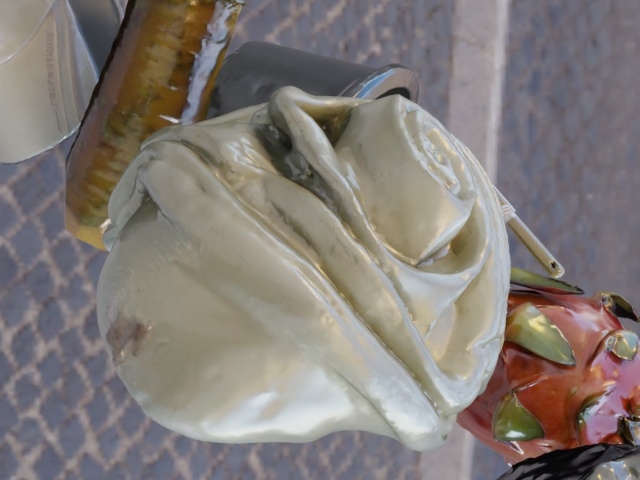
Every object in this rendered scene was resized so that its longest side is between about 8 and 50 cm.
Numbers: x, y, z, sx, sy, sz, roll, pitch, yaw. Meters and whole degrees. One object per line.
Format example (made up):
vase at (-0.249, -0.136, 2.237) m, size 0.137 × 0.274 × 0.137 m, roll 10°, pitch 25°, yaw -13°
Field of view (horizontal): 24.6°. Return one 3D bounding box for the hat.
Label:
hat at (-0.331, -0.209, 1.451) m, size 0.161 × 0.232 × 0.275 m, roll -22°, pitch 93°, yaw -59°

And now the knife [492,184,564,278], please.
knife at (0.239, -0.041, 1.990) m, size 0.046 × 0.256 × 0.022 m, roll -28°, pitch 152°, yaw -20°

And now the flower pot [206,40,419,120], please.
flower pot at (-0.037, -0.099, 1.501) m, size 0.269 × 0.166 × 0.269 m, roll -48°, pitch 163°, yaw -20°

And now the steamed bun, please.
steamed bun at (-0.002, -0.007, 1.151) m, size 0.310 × 0.324 × 0.219 m, roll -101°, pitch -153°, yaw -50°

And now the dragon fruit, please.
dragon fruit at (0.256, 0.152, 1.576) m, size 0.224 × 0.227 × 0.224 m, roll 9°, pitch 90°, yaw -77°

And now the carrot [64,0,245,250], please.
carrot at (-0.152, -0.131, 1.339) m, size 0.114 × 0.114 × 0.302 m, roll -9°, pitch 130°, yaw -54°

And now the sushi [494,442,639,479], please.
sushi at (0.263, 0.329, 1.326) m, size 0.299 × 0.294 × 0.281 m, roll 23°, pitch 77°, yaw -8°
